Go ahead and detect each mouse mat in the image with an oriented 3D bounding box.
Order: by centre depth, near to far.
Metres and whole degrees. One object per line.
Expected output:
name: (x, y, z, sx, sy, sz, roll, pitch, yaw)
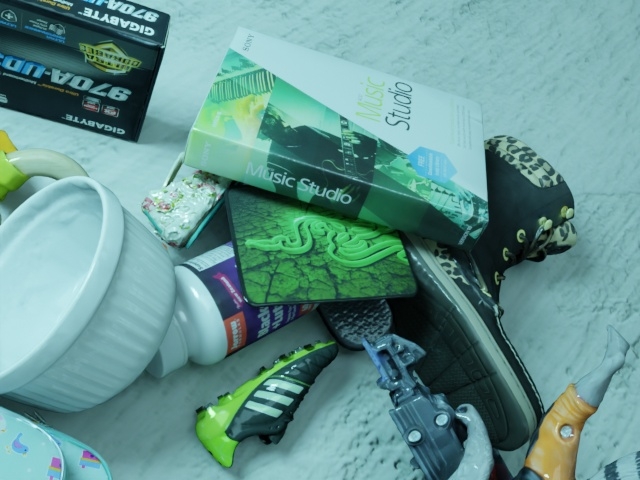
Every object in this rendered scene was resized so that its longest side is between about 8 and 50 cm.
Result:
mouse mat: (0.000, 0.000, 0.798, 0.190, 0.007, 0.152, -2, 55, -20)

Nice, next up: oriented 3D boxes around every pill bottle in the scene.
pill bottle: (-0.101, 0.063, 0.791, 0.194, 0.108, 0.108, -26, 76, -32)

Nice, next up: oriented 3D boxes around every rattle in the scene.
rattle: (-0.275, -0.032, 0.816, 0.200, 0.143, 0.130, 16, 89, -33)

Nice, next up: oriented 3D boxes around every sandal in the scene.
sandal: (-0.003, 0.015, 0.897, 0.097, 0.054, 0.254, -21, 75, -10)

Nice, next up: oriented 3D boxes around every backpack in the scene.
backpack: (-0.263, 0.221, 0.613, 0.188, 0.144, 0.165, 25, 51, -13)

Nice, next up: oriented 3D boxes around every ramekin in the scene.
ramekin: (-0.226, 0.056, 0.686, 0.109, 0.207, 0.207, 42, 46, -40)

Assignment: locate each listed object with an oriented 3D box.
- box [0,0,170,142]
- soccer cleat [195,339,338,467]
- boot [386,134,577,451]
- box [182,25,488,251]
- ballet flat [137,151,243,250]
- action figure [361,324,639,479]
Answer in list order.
box: (-0.287, -0.201, 0.815, 0.220, 0.175, 0.051, 14, 57, -17)
soccer cleat: (-0.047, 0.167, 0.794, 0.179, 0.060, 0.072, -30, 87, -27)
boot: (0.211, 0.035, 0.933, 0.284, 0.138, 0.377, -21, 66, -31)
box: (0.030, -0.124, 0.865, 0.322, 0.058, 0.232, 15, 42, -5)
ballet flat: (-0.119, -0.083, 0.863, 0.077, 0.091, 0.241, 37, 42, -2)
action figure: (0.172, 0.221, 0.716, 0.341, 0.330, 0.178, 52, 12, -3)
